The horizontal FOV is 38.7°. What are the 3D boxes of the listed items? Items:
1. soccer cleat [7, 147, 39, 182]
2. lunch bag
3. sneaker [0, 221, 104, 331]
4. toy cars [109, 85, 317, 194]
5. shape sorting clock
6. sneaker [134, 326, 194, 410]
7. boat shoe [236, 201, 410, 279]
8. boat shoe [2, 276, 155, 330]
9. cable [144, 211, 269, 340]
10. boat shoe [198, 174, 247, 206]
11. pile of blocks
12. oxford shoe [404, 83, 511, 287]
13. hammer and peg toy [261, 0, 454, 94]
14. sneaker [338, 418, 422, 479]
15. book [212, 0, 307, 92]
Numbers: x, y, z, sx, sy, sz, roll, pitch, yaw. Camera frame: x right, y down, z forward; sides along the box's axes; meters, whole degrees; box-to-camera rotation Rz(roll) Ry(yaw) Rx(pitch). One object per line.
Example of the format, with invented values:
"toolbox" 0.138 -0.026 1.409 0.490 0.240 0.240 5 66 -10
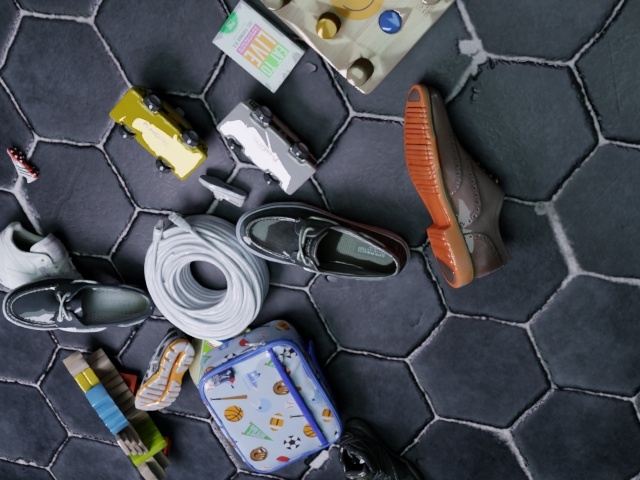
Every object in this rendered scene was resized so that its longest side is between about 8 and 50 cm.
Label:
"soccer cleat" -0.617 -0.155 1.875 0.035 0.029 0.083 -36 106 25
"lunch bag" -0.097 0.316 1.865 0.243 0.115 0.303 -24 116 6
"sneaker" -0.565 0.081 1.927 0.305 0.114 0.152 35 122 -2
"toy cars" -0.191 -0.197 1.689 0.394 0.087 0.176 8 123 10
"shape sorting clock" -0.186 0.268 1.945 0.206 0.040 0.206 7 114 16
"sneaker" -0.338 0.281 1.966 0.084 0.083 0.215 20 115 -34
"boat shoe" 0.000 0.000 1.693 0.335 0.119 0.121 8 100 8
"boat shoe" -0.490 0.128 1.862 0.302 0.091 0.114 -5 91 -19
"cable" -0.231 0.074 1.835 0.257 0.089 0.257 28 122 2
"boat shoe" -0.193 -0.094 1.768 0.100 0.035 0.035 23 118 -2
"pile of blocks" -0.421 0.382 2.024 0.112 0.149 0.362 -35 109 -13
"oxford shoe" 0.240 -0.107 1.597 0.133 0.130 0.363 -19 105 -10
"hammer and peg toy" 0.100 -0.433 1.447 0.266 0.127 0.361 42 120 -6
"sneaker" 0.121 0.493 1.914 0.227 0.130 0.087 46 122 -11
"book" -0.107 -0.346 1.616 0.144 0.035 0.096 39 117 -2
